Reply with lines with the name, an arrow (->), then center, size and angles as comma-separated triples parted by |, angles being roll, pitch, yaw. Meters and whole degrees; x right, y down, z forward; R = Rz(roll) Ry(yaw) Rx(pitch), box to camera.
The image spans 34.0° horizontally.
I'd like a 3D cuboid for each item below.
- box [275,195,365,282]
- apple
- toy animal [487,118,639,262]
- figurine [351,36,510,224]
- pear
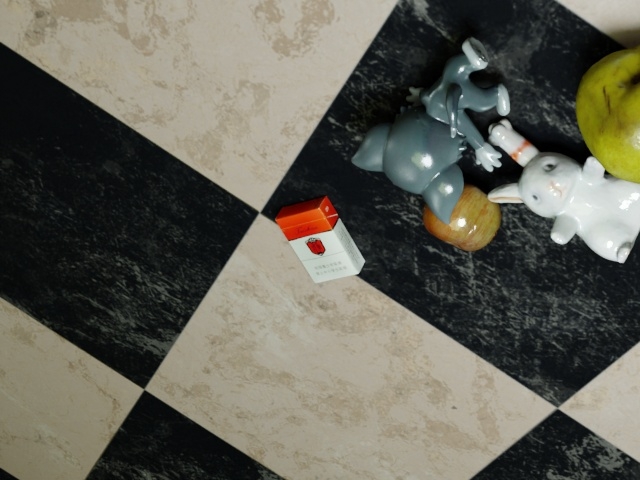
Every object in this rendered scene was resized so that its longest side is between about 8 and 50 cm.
box -> 0.000, 0.000, 1.882 | 0.100, 0.048, 0.152 | -15, 117, 31
apple -> 0.227, -0.042, 1.690 | 0.126, 0.126, 0.102 | 25, 92, 4
toy animal -> 0.368, -0.071, 1.580 | 0.282, 0.138, 0.141 | 26, 98, -2
figurine -> 0.190, -0.166, 1.567 | 0.193, 0.140, 0.265 | 38, 140, 4
pear -> 0.452, -0.168, 1.436 | 0.200, 0.200, 0.200 | 13, 131, 15
